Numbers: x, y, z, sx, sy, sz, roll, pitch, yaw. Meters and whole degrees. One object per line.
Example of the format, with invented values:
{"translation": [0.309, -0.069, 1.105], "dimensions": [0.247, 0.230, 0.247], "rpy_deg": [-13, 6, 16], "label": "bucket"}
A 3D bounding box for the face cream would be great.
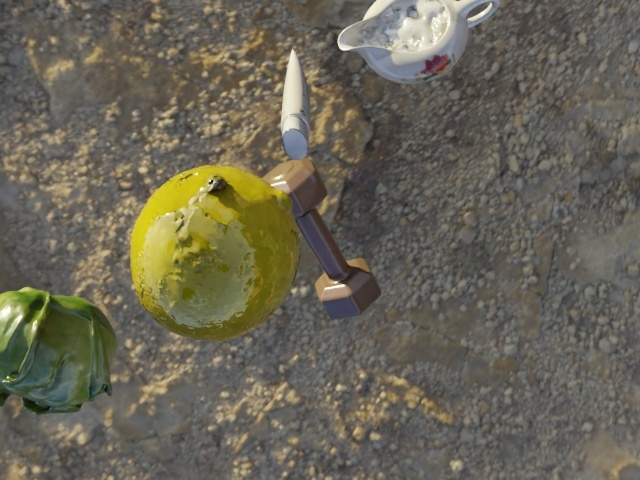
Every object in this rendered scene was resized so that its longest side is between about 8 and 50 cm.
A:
{"translation": [-0.017, -0.100, 0.577], "dimensions": [0.020, 0.115, 0.038], "rpy_deg": [-8, 129, 8], "label": "face cream"}

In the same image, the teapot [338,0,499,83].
{"translation": [0.137, -0.285, 1.090], "dimensions": [0.226, 0.092, 0.145], "rpy_deg": [-22, 72, 2], "label": "teapot"}

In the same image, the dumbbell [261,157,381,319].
{"translation": [0.000, 0.000, 1.053], "dimensions": [0.082, 0.092, 0.231], "rpy_deg": [-28, 118, 2], "label": "dumbbell"}

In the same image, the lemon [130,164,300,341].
{"translation": [-0.108, 0.017, 0.805], "dimensions": [0.173, 0.173, 0.206], "rpy_deg": [43, 134, 4], "label": "lemon"}

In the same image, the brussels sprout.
{"translation": [-0.510, 0.203, 1.457], "dimensions": [0.259, 0.227, 0.294], "rpy_deg": [21, 163, -24], "label": "brussels sprout"}
